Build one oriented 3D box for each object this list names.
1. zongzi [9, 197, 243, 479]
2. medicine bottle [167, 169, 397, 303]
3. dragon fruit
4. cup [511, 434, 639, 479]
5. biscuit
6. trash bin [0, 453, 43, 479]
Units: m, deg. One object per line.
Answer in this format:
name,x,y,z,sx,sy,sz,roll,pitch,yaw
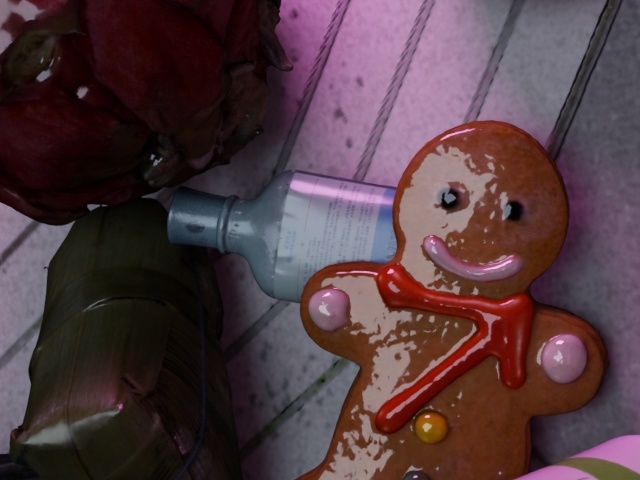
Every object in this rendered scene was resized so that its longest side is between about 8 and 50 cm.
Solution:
zongzi,-0.106,0.128,1.336,0.125,0.274,0.251,-16,41,20
medicine bottle,0.000,0.000,1.256,0.208,0.053,0.090,10,95,13
dragon fruit,-0.184,-0.170,1.253,0.329,0.329,0.329,-1,88,32
cup,0.116,0.246,1.050,0.253,0.274,0.253,31,133,41
biscuit,0.079,0.081,1.198,0.205,0.049,0.324,18,97,8
trash bin,-0.290,0.356,1.346,0.295,0.259,0.381,-7,88,32
